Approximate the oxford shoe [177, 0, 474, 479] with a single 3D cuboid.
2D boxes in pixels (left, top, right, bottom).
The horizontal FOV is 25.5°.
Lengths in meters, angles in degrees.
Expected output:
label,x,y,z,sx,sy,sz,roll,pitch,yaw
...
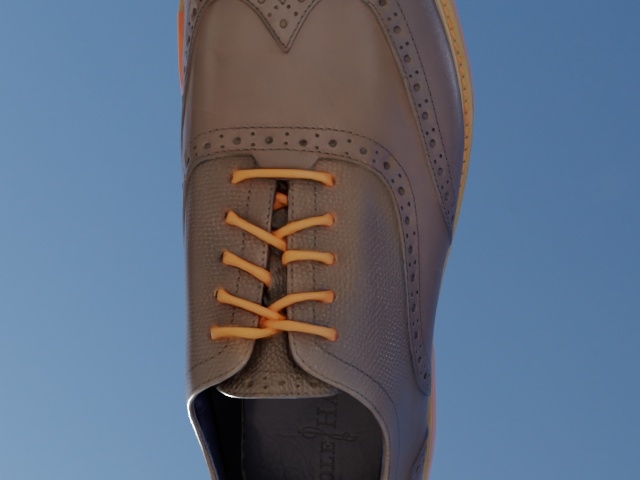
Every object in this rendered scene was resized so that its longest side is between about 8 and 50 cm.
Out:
label,x,y,z,sx,sy,sz,roll,pitch,yaw
oxford shoe,0.000,0.000,0.598,0.130,0.132,0.363,-2,-70,10
